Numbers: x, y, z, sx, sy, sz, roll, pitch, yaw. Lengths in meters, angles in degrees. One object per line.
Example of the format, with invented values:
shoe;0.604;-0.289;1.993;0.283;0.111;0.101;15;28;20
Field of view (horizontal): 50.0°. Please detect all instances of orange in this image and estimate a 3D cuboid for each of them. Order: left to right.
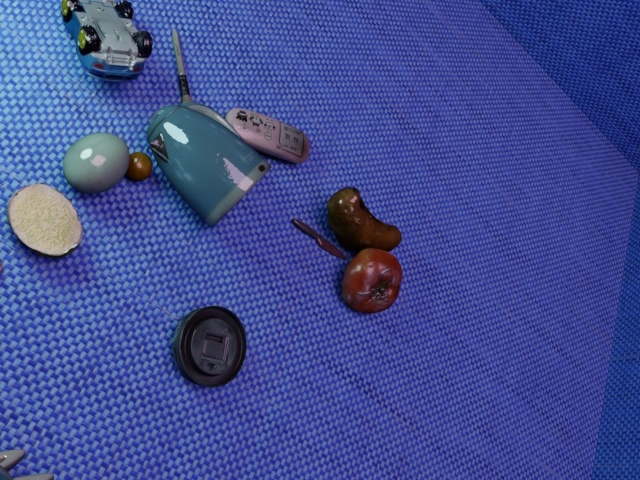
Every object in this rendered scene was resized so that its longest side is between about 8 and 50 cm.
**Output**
orange;-0.509;-0.206;1.917;0.085;0.085;0.085;12;68;-33

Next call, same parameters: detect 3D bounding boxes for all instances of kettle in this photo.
kettle;-0.332;-0.258;1.985;0.342;0.247;0.319;44;36;-6

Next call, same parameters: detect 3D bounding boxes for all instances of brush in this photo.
brush;-0.426;-0.516;2.111;0.042;0.039;0.299;0;72;-40

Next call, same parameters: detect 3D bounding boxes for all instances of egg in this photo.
egg;-0.588;-0.205;1.810;0.149;0.149;0.192;53;47;-10

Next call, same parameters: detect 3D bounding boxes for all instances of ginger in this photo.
ginger;0.129;-0.052;2.298;0.321;0.172;0.165;38;29;-38

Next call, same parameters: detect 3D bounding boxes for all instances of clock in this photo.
clock;-0.305;0.293;1.904;0.226;0.049;0.226;8;78;-42

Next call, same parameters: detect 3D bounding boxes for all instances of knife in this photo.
knife;0.000;0.000;2.268;0.247;0.018;0.035;36;54;-24

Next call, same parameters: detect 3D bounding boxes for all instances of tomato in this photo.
tomato;0.185;0.143;2.263;0.237;0.095;0.237;-13;113;-33

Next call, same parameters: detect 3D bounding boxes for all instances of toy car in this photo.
toy car;-0.608;-0.565;1.913;0.198;0.166;0.314;-6;50;-40

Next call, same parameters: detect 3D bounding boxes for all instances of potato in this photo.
potato;-0.693;-0.045;1.727;0.164;0.081;0.200;-41;98;-30

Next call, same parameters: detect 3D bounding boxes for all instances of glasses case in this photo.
glasses case;-0.170;-0.335;2.212;0.314;0.075;0.122;16;69;-32

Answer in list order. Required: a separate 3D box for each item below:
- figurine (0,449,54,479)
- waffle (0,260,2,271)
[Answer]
figurine;-0.716;0.582;1.395;0.377;0.266;0.361;-13;89;-38
waffle;-0.803;0.063;1.641;0.075;0.029;0.083;10;72;-34
